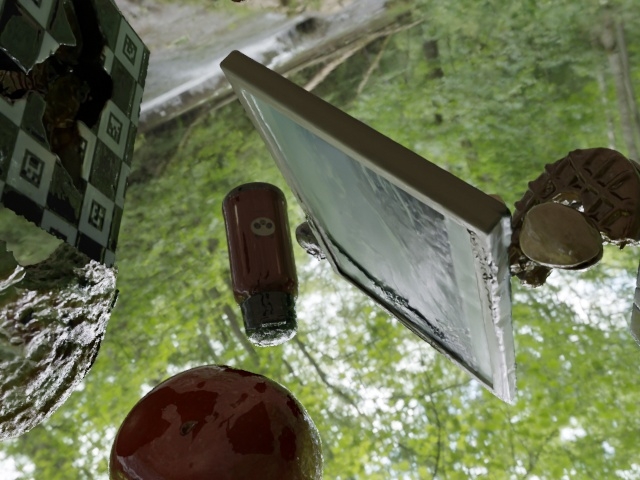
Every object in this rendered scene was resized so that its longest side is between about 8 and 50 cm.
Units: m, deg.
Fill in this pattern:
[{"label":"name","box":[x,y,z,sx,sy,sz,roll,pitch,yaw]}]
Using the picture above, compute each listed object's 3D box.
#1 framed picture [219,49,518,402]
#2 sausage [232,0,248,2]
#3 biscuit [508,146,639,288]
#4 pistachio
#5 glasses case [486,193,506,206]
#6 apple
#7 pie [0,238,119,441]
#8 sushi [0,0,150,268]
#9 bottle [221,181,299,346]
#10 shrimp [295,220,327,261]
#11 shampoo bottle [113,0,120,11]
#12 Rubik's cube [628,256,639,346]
[{"label":"framed picture","box":[0.059,0.010,0.527,0.022,0.335,0.247,-46,-122,-11]},{"label":"sausage","box":[-0.034,-0.364,0.779,0.103,0.076,0.302,13,-145,21]},{"label":"biscuit","box":[0.538,-0.057,1.312,0.366,0.115,0.268,-28,-137,58]},{"label":"pistachio","box":[0.433,-0.005,1.111,0.126,0.108,0.185,-39,-154,-3]},{"label":"glasses case","box":[0.360,-0.019,1.369,0.083,0.196,0.050,-7,-133,-4]},{"label":"apple","box":[-0.122,0.274,0.753,0.260,0.260,0.216,-8,-147,50]},{"label":"pie","box":[-0.374,0.122,0.759,0.067,0.302,0.302,28,-133,25]},{"label":"sushi","box":[-0.327,-0.183,0.696,0.064,0.343,0.359,-2,158,13]},{"label":"bottle","box":[-0.121,0.050,1.266,0.144,0.144,0.336,-22,-123,19]},{"label":"shrimp","box":[0.000,0.000,0.880,0.165,0.065,0.056,21,91,-78]},{"label":"shampoo bottle","box":[-0.463,-0.512,1.227,0.072,0.214,0.072,-21,-160,8]},{"label":"Rubik's cube","box":[0.548,0.078,0.749,0.264,0.319,0.319,-59,180,29]}]
